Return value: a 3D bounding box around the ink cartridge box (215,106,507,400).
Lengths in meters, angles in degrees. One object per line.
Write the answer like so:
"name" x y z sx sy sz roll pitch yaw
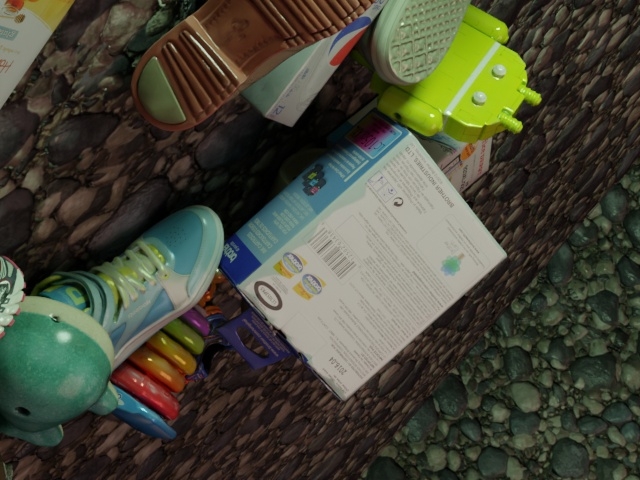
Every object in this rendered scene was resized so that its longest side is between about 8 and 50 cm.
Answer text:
"ink cartridge box" 0.032 0.042 2.059 0.395 0.151 0.270 -42 117 -3

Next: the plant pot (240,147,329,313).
"plant pot" 0.000 0.000 2.234 0.256 0.256 0.274 -31 137 -36

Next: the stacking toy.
"stacking toy" -0.230 0.140 2.158 0.302 0.175 0.166 -55 163 -12

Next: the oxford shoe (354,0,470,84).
"oxford shoe" 0.176 -0.422 1.965 0.169 0.130 0.449 37 81 -40

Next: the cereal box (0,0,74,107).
"cereal box" -0.374 -0.181 1.431 0.240 0.047 0.173 -53 158 15

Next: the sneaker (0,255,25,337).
"sneaker" -0.475 0.111 1.678 0.121 0.112 0.299 -6 -149 48

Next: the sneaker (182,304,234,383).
"sneaker" -0.229 0.205 2.322 0.221 0.087 0.083 -45 158 -7

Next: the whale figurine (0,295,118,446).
"whale figurine" -0.372 0.196 1.825 0.141 0.216 0.272 -76 -171 -45

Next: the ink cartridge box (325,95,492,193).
"ink cartridge box" 0.146 -0.141 2.316 0.232 0.168 0.171 -40 157 -20

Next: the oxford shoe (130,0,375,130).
"oxford shoe" -0.058 -0.285 1.711 0.397 0.140 0.146 -32 -173 11

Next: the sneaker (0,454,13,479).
"sneaker" -0.509 0.291 1.948 0.410 0.158 0.182 94 12 -55

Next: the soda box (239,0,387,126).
"soda box" -0.003 -0.294 1.868 0.286 0.098 0.091 -52 158 11

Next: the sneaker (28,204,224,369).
"sneaker" -0.274 0.061 1.937 0.319 0.127 0.208 -48 160 -1

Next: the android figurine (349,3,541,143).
"android figurine" 0.186 -0.244 2.041 0.248 0.273 0.056 -51 166 -31
